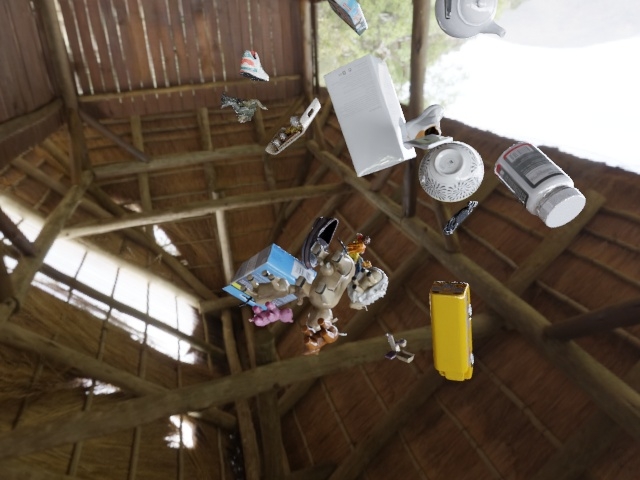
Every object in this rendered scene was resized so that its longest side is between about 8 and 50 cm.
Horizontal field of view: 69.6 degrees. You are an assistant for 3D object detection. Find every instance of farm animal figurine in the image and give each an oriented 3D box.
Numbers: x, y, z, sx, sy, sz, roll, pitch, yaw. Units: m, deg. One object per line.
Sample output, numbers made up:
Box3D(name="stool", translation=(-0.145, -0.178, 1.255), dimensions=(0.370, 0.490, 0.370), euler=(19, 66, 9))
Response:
Box3D(name="farm animal figurine", translation=(-0.019, 0.151, 1.250), dimensions=(0.326, 0.172, 0.330), euler=(-48, -129, -7))

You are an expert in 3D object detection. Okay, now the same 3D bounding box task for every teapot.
Box3D(name="teapot", translation=(0.569, -0.902, 1.754), dimensions=(0.256, 0.252, 0.187), euler=(-5, -159, -7))

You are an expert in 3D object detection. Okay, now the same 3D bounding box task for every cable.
Box3D(name="cable", translation=(0.587, -0.099, 1.953), dimensions=(0.047, 0.184, 0.150), euler=(41, -152, 11))

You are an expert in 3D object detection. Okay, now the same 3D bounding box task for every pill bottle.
Box3D(name="pill bottle", translation=(0.725, -0.186, 1.533), dimensions=(0.161, 0.161, 0.283), euler=(-9, -132, -17))

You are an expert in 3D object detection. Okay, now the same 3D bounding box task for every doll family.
Box3D(name="doll family", translation=(0.161, 0.095, 1.980), dimensions=(0.119, 0.262, 0.163), euler=(-7, 167, -31))

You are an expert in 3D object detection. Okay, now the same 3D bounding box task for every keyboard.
Box3D(name="keyboard", translation=(0.323, -0.295, 1.365), dimensions=(0.072, 0.014, 0.256), euler=(16, -157, 27))

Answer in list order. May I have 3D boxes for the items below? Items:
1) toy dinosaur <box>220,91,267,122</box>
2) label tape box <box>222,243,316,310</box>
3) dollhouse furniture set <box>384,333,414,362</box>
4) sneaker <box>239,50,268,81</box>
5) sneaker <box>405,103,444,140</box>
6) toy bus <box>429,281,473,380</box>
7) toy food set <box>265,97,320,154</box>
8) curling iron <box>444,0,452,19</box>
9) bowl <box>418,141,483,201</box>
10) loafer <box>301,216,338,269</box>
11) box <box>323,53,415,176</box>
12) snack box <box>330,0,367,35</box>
Box3D(name="toy dinosaur", translation=(-0.245, -0.414, 1.413), dimensions=(0.118, 0.064, 0.268), euler=(13, -177, -20))
Box3D(name="label tape box", translation=(-0.227, 0.176, 2.021), dimensions=(0.348, 0.249, 0.115), euler=(-29, -143, 42))
Box3D(name="dollhouse furniture set", translation=(0.268, 0.341, 1.517), dimensions=(0.091, 0.081, 0.114), euler=(-27, -163, -28))
Box3D(name="sneaker", translation=(-0.192, -0.519, 1.369), dimensions=(0.057, 0.075, 0.161), euler=(9, -167, 12))
Box3D(name="sneaker", translation=(0.432, -0.442, 1.807), dimensions=(0.123, 0.105, 0.290), euler=(32, -128, 22))
Box3D(name="toy bus", translation=(0.411, 0.292, 1.436), dimensions=(0.108, 0.332, 0.130), euler=(1, -160, 25))
Box3D(name="toy food set", translation=(-0.147, -0.586, 2.353), dimensions=(0.306, 0.092, 0.219), euler=(-26, -151, 44))
Box3D(name="curling iron", translation=(0.392, -0.795, 1.365), dimensions=(0.068, 0.273, 0.035), euler=(7, 177, -15))
Box3D(name="bowl", translation=(0.339, -0.193, 1.208), dimensions=(0.170, 0.170, 0.080), euler=(8, 172, 20))
Box3D(name="loafer", translation=(0.000, 0.000, 2.006), dimensions=(0.095, 0.109, 0.302), euler=(-8, -139, 26))
Box3D(name="box", translation=(0.173, -0.410, 1.539), dimensions=(0.168, 0.345, 0.215), euler=(-17, -174, 24))
Box3D(name="snack box", translation=(0.104, -1.011, 1.993), dimensions=(0.187, 0.060, 0.322), euler=(45, -165, 3))
